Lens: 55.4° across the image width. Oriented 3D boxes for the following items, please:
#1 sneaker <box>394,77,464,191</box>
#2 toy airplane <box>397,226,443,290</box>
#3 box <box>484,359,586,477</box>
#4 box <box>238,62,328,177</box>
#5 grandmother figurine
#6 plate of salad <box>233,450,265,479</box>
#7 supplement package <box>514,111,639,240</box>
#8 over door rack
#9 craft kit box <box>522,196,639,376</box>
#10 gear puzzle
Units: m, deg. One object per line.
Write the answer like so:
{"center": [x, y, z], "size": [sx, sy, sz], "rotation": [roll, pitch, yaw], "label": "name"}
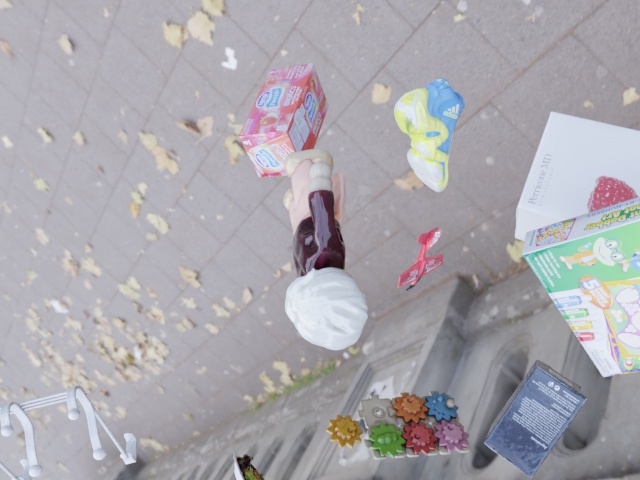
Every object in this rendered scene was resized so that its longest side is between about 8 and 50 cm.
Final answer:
{"center": [0.218, -0.190, 1.094], "size": [0.091, 0.126, 0.240], "rotation": [46, 173, 35], "label": "sneaker"}
{"center": [0.192, 0.034, 1.156], "size": [0.028, 0.151, 0.151], "rotation": [39, 143, 29], "label": "toy airplane"}
{"center": [0.366, 0.297, 1.041], "size": [0.093, 0.158, 0.156], "rotation": [34, -175, 20], "label": "box"}
{"center": [-0.078, -0.280, 1.412], "size": [0.122, 0.257, 0.128], "rotation": [-2, 138, 22], "label": "box"}
{"center": [0.000, 0.000, 0.782], "size": [0.104, 0.342, 0.208], "rotation": [-8, 126, -1], "label": "grandmother figurine"}
{"center": [-0.102, 0.468, 1.106], "size": [0.200, 0.048, 0.200], "rotation": [58, 169, 17], "label": "plate of salad"}
{"center": [0.484, -0.061, 0.979], "size": [0.292, 0.178, 0.175], "rotation": [18, 170, 21], "label": "supplement package"}
{"center": [-0.491, 0.382, 1.099], "size": [0.239, 0.108, 0.324], "rotation": [-12, 145, -4], "label": "over door rack"}
{"center": [0.430, 0.058, 0.777], "size": [0.246, 0.061, 0.250], "rotation": [-24, 115, 37], "label": "craft kit box"}
{"center": [0.178, 0.426, 1.438], "size": [0.338, 0.176, 0.044], "rotation": [0, 131, -12], "label": "gear puzzle"}
